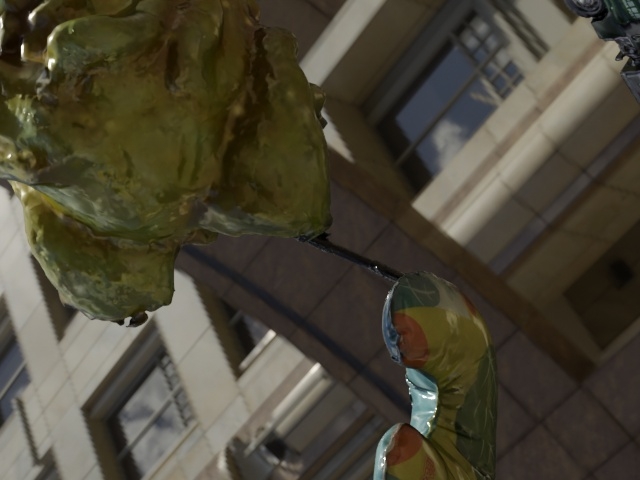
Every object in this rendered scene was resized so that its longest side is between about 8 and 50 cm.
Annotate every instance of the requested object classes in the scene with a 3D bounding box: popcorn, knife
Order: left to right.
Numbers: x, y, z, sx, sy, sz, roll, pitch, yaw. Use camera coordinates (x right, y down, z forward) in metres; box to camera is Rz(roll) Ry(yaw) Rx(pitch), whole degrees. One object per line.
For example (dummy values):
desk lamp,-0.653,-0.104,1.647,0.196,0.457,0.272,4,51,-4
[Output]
popcorn,-0.127,-0.113,0.934,0.321,0.290,0.325,-41,-128,-22
knife,0.002,0.000,1.112,0.222,0.021,0.045,25,-174,9

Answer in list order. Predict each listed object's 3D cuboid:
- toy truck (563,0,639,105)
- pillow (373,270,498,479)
toy truck,0.271,-0.121,0.752,0.259,0.121,0.088,49,-115,-28
pillow,0.090,0.146,0.913,0.214,0.086,0.233,33,-120,-60
